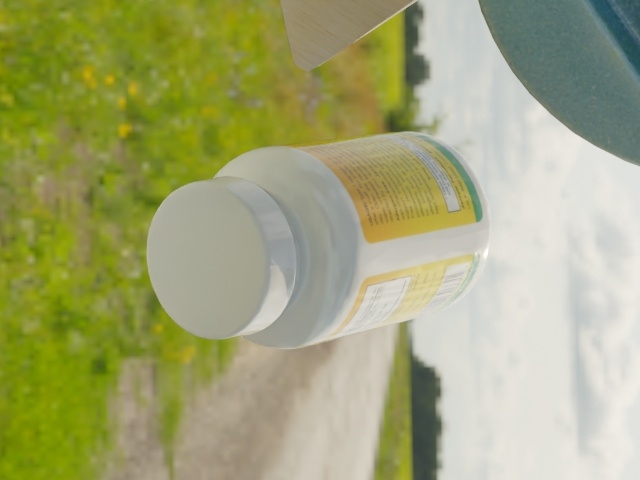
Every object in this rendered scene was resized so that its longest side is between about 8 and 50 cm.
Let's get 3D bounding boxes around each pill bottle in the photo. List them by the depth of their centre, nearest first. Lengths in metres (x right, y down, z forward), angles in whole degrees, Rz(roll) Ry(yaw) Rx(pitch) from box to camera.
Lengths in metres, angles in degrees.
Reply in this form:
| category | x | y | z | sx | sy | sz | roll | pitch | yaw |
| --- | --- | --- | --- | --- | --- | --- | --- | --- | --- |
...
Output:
| category | x | y | z | sx | sy | sz | roll | pitch | yaw |
| --- | --- | --- | --- | --- | --- | --- | --- | --- | --- |
| pill bottle | 0.000 | 0.000 | 1.040 | 0.208 | 0.118 | 0.117 | -11 | 103 | -52 |

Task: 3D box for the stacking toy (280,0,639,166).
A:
| category | x | y | z | sx | sy | sz | roll | pitch | yaw |
| --- | --- | --- | --- | --- | --- | --- | --- | --- | --- |
| stacking toy | 0.033 | -0.154 | 0.518 | 0.130 | 0.280 | 0.309 | -42 | 119 | -46 |
